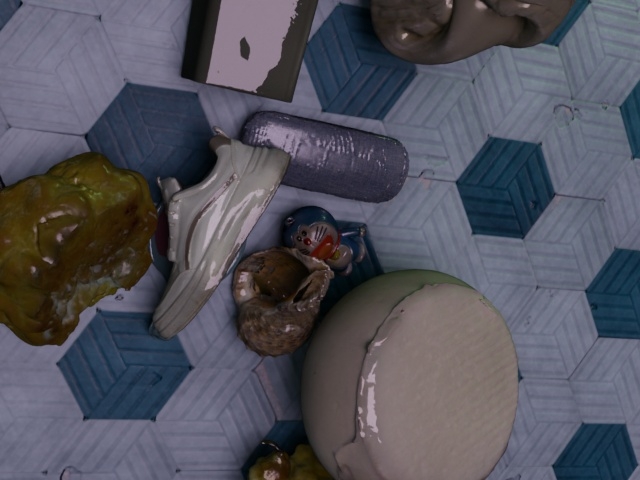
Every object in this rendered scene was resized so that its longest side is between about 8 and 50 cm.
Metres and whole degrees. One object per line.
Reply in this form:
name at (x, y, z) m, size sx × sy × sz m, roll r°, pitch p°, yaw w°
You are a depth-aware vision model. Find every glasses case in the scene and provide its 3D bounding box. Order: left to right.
glasses case at (0.008, -0.126, 1.536) m, size 0.282 × 0.067 × 0.109 m, roll 9°, pitch 104°, yaw -26°

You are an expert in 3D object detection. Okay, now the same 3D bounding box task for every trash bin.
trash bin at (-0.097, -0.330, 1.423) m, size 0.164 × 0.122 × 0.240 m, roll 11°, pitch 98°, yaw -25°

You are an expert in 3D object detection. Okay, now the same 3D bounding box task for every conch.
conch at (-0.062, 0.084, 1.507) m, size 0.155 × 0.207 × 0.130 m, roll 41°, pitch 43°, yaw -3°

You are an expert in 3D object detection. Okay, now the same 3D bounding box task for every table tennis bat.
table tennis bat at (-0.198, 0.033, 1.498) m, size 0.153 × 0.040 × 0.244 m, roll 22°, pitch 87°, yaw -24°

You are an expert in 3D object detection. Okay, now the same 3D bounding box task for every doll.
doll at (0.000, 0.000, 1.551) m, size 0.152 × 0.085 × 0.114 m, roll 34°, pitch 105°, yaw -36°

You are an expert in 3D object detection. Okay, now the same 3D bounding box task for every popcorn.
popcorn at (-0.026, 0.393, 1.586) m, size 0.195 × 0.173 × 0.168 m, roll 26°, pitch 50°, yaw -1°

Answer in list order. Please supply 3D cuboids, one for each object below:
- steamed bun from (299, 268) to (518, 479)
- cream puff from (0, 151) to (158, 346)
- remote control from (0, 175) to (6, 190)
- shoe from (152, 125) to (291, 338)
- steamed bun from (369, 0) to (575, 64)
steamed bun at (0.122, 0.226, 1.554) m, size 0.374 × 0.241 × 0.374 m, roll 0°, pitch 91°, yaw -37°
cream puff at (-0.356, 0.001, 1.353) m, size 0.282 × 0.185 × 0.282 m, roll -47°, pitch 157°, yaw -27°
remote control at (-0.537, -0.027, 1.342) m, size 0.245 × 0.025 × 0.063 m, roll -29°, pitch 106°, yaw -16°
shoe at (-0.180, -0.025, 1.424) m, size 0.159 × 0.124 × 0.316 m, roll 35°, pitch 85°, yaw -6°
steamed bun at (0.236, -0.455, 1.449) m, size 0.255 × 0.342 × 0.368 m, roll -22°, pitch 104°, yaw -44°
